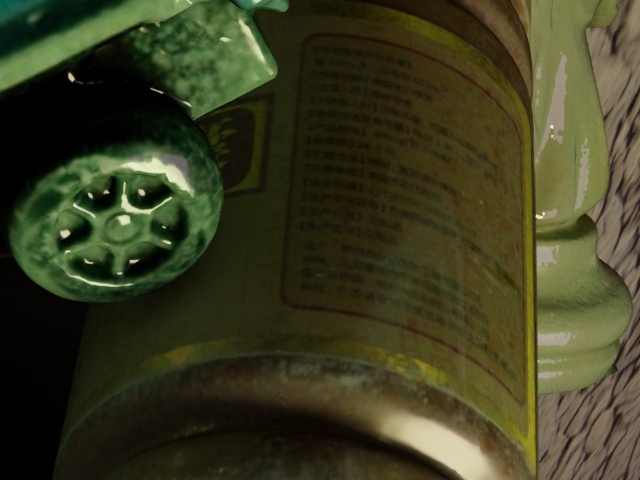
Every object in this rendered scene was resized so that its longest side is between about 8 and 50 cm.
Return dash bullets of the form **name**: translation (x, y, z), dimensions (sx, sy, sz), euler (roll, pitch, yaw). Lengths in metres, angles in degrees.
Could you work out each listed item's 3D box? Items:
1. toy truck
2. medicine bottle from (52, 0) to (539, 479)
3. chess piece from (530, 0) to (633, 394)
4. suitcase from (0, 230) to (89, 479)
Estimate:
- **toy truck**: translation (-0.152, -0.048, 0.542), dimensions (0.279, 0.155, 0.156), euler (-26, 132, 4)
- **medicine bottle**: translation (0.000, 0.000, 0.638), dimensions (0.151, 0.151, 0.322), euler (91, 3, -47)
- **chess piece**: translation (0.114, -0.074, 1.024), dimensions (0.176, 0.176, 0.298), euler (-16, 121, -48)
- **suitcase**: translation (-0.093, 0.146, 0.737), dimensions (0.345, 0.339, 0.188), euler (-11, 135, -51)
